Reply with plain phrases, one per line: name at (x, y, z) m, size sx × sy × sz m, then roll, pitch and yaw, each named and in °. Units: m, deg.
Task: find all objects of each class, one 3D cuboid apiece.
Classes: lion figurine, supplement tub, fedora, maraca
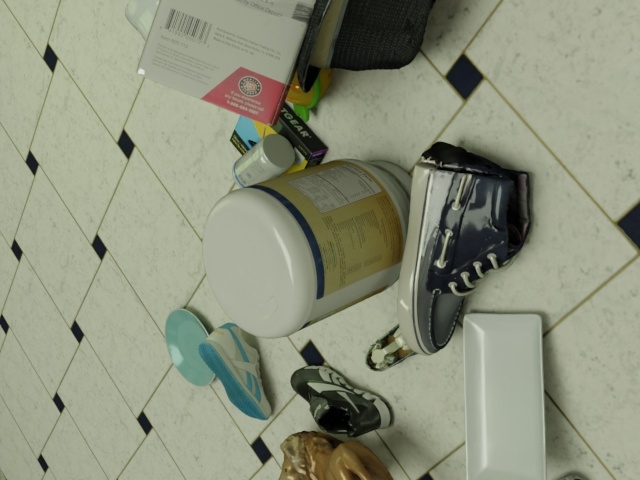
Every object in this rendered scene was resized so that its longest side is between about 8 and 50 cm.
lion figurine at (0.052, 0.423, 1.556) m, size 0.240 × 0.142 × 0.392 m, roll 55°, pitch 152°, yaw 9°
supplement tub at (-0.101, -0.133, 1.519) m, size 0.107 × 0.071 × 0.071 m, roll -32°, pitch 82°, yaw 46°
fedora at (0.083, -0.335, 1.222) m, size 0.152 × 0.334 × 0.334 m, roll 21°, pitch 127°, yaw 0°
maraca at (-0.035, -0.275, 1.452) m, size 0.186 × 0.099 × 0.127 m, roll 111°, pitch 139°, yaw -66°
supplement tub at (0.000, 0.000, 1.354) m, size 0.228 × 0.316 × 0.228 m, roll 19°, pitch 118°, yaw 40°

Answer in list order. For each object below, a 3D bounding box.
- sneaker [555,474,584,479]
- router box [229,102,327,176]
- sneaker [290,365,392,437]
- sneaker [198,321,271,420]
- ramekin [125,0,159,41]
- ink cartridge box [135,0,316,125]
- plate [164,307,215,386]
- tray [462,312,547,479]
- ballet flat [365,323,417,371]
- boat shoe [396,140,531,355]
sneaker at (0.390, 0.484, 1.322) m, size 0.235 × 0.153 × 0.094 m, roll -69°, pitch 14°, yaw -7°
router box at (-0.079, -0.173, 1.569) m, size 0.179 × 0.046 × 0.133 m, roll 49°, pitch 134°, yaw 21°
sneaker at (0.013, 0.300, 1.615) m, size 0.234 × 0.106 × 0.078 m, roll 20°, pitch 118°, yaw 40°
sneaker at (-0.157, 0.276, 1.804) m, size 0.087 × 0.092 × 0.229 m, roll -4°, pitch 122°, yaw 45°
ramekin at (-0.164, -0.372, 1.421) m, size 0.277 × 0.277 × 0.135 m, roll -25°, pitch 95°, yaw 48°
ink cartridge box at (-0.111, -0.331, 1.235) m, size 0.207 × 0.117 × 0.283 m, roll 21°, pitch 99°, yaw -3°
plate at (-0.288, 0.240, 1.965) m, size 0.188 × 0.024 × 0.188 m, roll 19°, pitch 117°, yaw 41°
tray at (0.284, 0.246, 1.323) m, size 0.145 × 0.030 × 0.271 m, roll -5°, pitch 85°, yaw 47°
ballet flat at (0.138, 0.172, 1.467) m, size 0.070 × 0.070 × 0.188 m, roll 56°, pitch 136°, yaw 15°
boat shoe at (0.214, 0.034, 1.288) m, size 0.158 × 0.127 × 0.341 m, roll 18°, pitch 118°, yaw 36°
